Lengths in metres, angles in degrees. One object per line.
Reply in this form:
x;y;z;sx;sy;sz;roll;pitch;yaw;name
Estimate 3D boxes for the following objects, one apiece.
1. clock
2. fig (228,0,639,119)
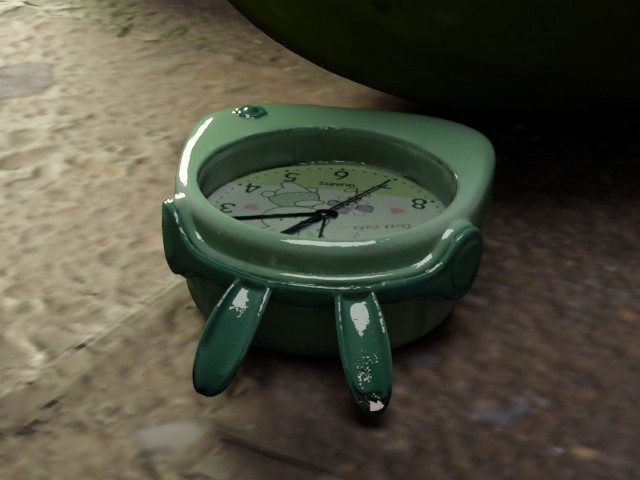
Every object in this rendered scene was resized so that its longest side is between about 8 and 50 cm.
0.000;0.000;0.424;0.101;0.041;0.135;6;29;7;clock
0.104;-0.174;0.529;0.316;0.316;0.316;2;27;-1;fig
